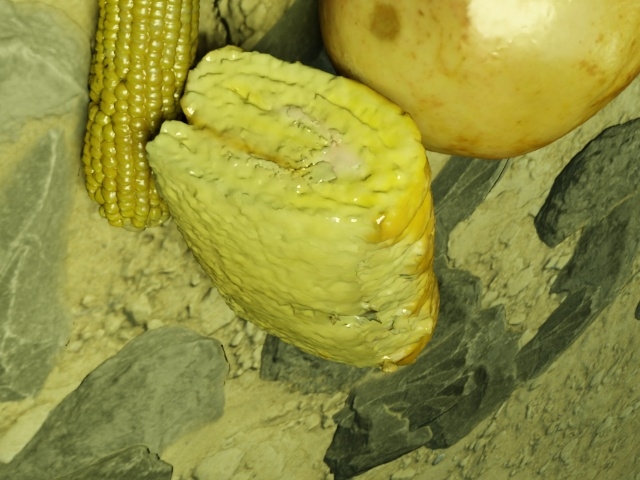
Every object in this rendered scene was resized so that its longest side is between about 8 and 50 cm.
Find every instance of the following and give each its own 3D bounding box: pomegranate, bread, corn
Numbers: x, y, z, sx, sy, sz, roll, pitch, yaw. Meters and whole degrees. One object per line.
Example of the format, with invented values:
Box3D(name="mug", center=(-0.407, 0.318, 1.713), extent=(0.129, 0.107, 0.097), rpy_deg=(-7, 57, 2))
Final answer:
Box3D(name="pomegranate", center=(0.149, -0.248, 0.872), extent=(0.338, 0.338, 0.338), rpy_deg=(-25, 137, -26))
Box3D(name="bread", center=(0.000, 0.000, 0.933), extent=(0.375, 0.237, 0.165), rpy_deg=(77, 37, -64))
Box3D(name="corn", center=(-0.152, -0.142, 0.850), extent=(0.097, 0.097, 0.319), rpy_deg=(-14, 130, -36))
